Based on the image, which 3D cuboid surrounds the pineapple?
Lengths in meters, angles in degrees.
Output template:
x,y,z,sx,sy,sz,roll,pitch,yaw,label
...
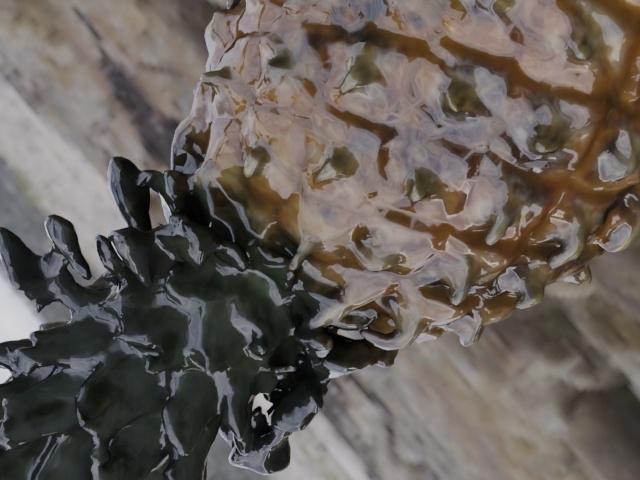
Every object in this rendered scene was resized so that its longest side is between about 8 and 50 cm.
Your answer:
x,y,z,sx,sy,sz,roll,pitch,yaw,label
0.000,0.000,0.564,0.158,0.279,0.158,43,-178,-2,pineapple
